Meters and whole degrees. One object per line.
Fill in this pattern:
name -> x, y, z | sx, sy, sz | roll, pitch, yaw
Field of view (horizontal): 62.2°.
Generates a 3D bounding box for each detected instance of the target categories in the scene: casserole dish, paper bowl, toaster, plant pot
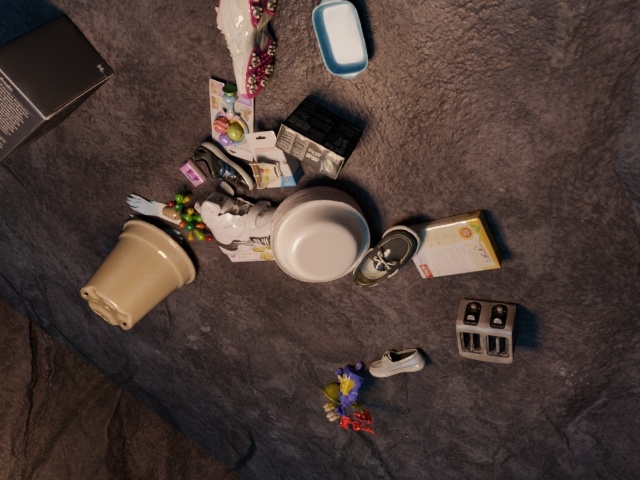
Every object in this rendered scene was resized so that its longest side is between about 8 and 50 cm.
casserole dish -> 0.051, -0.472, 1.231 | 0.114, 0.037, 0.188 | 1, 130, 27
paper bowl -> 0.000, 0.000, 1.522 | 0.285, 0.148, 0.284 | -5, 124, -7
toaster -> 0.505, 0.278, 1.614 | 0.168, 0.110, 0.185 | 5, 131, 26
plant pot -> -0.688, 0.147, 1.957 | 0.334, 0.305, 0.333 | 22, 144, 17

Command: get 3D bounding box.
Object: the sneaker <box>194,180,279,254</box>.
sneaker -> -0.241, -0.084, 1.664 | 0.366, 0.137, 0.210 | -17, 121, 40

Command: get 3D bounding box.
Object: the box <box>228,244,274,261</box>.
box -> -0.173, 0.025, 1.781 | 0.324, 0.063, 0.067 | -3, 126, 30

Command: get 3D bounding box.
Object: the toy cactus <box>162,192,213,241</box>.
toy cactus -> -0.470, -0.076, 1.819 | 0.181, 0.112, 0.219 | 13, 154, 29

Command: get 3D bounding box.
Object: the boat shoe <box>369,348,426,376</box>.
boat shoe -> 0.267, 0.431, 1.913 | 0.228, 0.079, 0.081 | -19, 109, 33

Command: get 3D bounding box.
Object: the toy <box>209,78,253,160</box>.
toy -> -0.263, -0.329, 1.514 | 0.137, 0.056, 0.237 | 22, 136, 11

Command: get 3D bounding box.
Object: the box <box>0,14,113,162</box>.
box -> -0.867, -0.433, 1.572 | 0.396, 0.293, 0.212 | -19, 119, 38

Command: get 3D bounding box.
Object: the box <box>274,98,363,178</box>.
box -> -0.002, -0.263, 1.368 | 0.180, 0.147, 0.077 | 29, 136, 1

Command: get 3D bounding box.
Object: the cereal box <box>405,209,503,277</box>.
cereal box -> 0.366, 0.016, 1.495 | 0.240, 0.047, 0.173 | -11, 121, 36

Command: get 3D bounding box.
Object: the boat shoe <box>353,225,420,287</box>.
boat shoe -> 0.188, 0.059, 1.556 | 0.114, 0.091, 0.302 | 39, 148, 5

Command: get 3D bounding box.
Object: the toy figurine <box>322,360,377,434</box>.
toy figurine -> 0.133, 0.574, 2.075 | 0.191, 0.217, 0.362 | 18, -179, -7

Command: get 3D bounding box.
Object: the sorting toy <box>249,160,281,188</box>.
sorting toy -> -0.151, -0.192, 1.502 | 0.075, 0.044, 0.083 | 2, 130, 19

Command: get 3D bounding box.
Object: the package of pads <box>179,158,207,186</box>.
package of pads -> -0.410, -0.218, 1.710 | 0.050, 0.032, 0.083 | -21, 117, 41

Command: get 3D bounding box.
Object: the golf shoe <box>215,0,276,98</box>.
golf shoe -> -0.187, -0.501, 1.294 | 0.140, 0.115, 0.306 | 26, 131, 20

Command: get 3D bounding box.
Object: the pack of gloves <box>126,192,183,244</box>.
pack of gloves -> -0.615, -0.066, 1.950 | 0.232, 0.046, 0.195 | 17, 136, 13

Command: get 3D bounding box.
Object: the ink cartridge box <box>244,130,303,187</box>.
ink cartridge box -> -0.131, -0.243, 1.517 | 0.104, 0.060, 0.180 | 0, 129, 29

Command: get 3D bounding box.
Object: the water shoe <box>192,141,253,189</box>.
water shoe -> -0.297, -0.208, 1.612 | 0.203, 0.080, 0.073 | 41, 163, -8
